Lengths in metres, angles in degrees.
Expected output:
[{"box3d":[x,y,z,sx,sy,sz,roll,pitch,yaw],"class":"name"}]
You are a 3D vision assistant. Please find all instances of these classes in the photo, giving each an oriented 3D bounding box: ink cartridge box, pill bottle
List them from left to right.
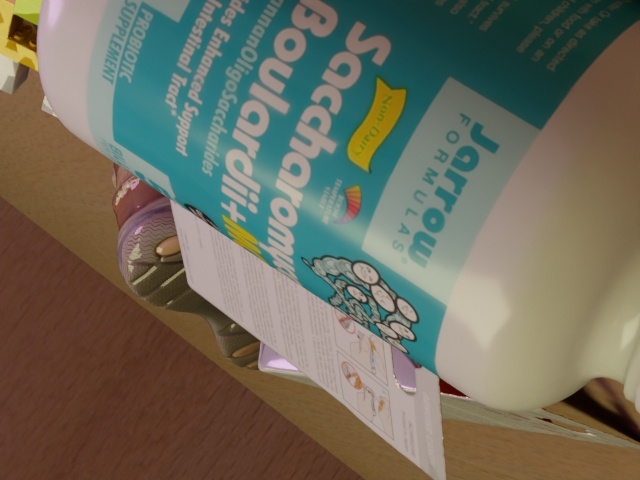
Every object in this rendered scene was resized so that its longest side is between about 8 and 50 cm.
[{"box3d":[0.000,0.000,0.932,0.232,0.066,0.189,31,144,35],"class":"ink cartridge box"},{"box3d":[0.041,-0.039,0.596,0.264,0.146,0.146,32,169,20],"class":"pill bottle"},{"box3d":[0.098,0.095,1.193,0.224,0.056,0.181,3,168,36],"class":"ink cartridge box"}]

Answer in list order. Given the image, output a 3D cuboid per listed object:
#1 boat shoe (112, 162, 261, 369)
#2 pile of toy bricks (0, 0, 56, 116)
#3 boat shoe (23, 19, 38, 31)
[{"box3d":[-0.051,0.003,1.236,0.116,0.123,0.324,69,-170,26],"class":"boat shoe"},{"box3d":[-0.036,-0.091,0.774,0.212,0.118,0.105,26,129,4],"class":"pile of toy bricks"},{"box3d":[-0.145,-0.138,1.016,0.178,0.064,0.060,39,177,28],"class":"boat shoe"}]
